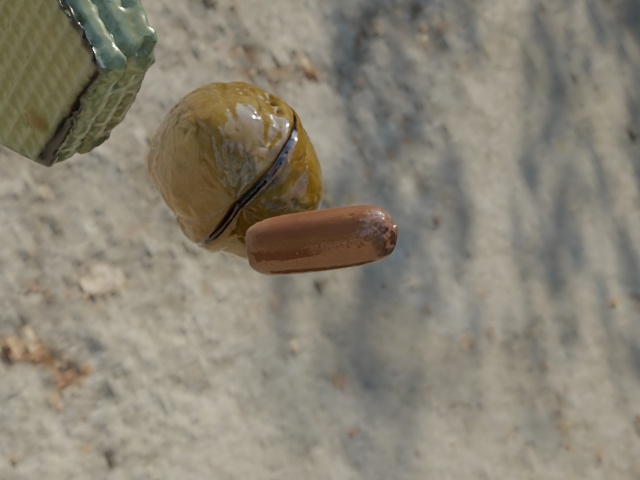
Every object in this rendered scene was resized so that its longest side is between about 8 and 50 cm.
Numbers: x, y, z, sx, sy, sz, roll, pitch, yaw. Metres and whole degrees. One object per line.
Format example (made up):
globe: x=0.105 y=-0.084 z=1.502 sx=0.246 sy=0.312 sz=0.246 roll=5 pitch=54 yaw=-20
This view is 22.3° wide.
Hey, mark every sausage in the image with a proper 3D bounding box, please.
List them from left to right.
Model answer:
sausage: x=0.000 y=0.000 z=0.874 sx=0.034 sy=0.083 sz=0.034 roll=-8 pitch=90 yaw=-72

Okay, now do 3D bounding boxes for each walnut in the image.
walnut: x=-0.067 y=-0.056 z=1.339 sx=0.144 sy=0.144 sz=0.180 roll=49 pitch=4 yaw=-21

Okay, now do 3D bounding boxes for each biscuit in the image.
biscuit: x=-0.154 y=-0.144 z=0.676 sx=0.052 sy=0.150 sz=0.252 roll=-24 pitch=77 yaw=-31
